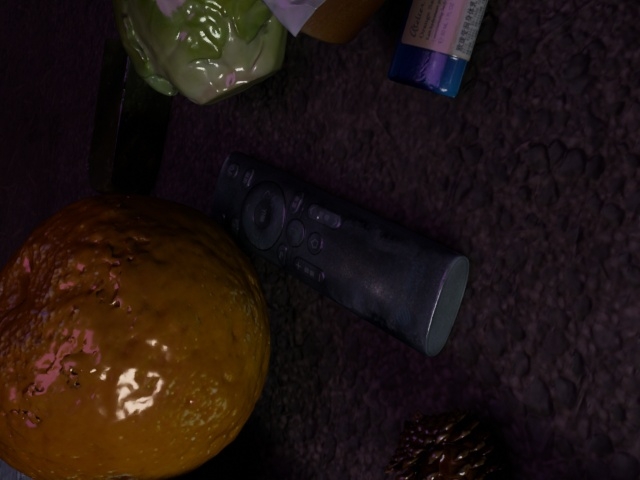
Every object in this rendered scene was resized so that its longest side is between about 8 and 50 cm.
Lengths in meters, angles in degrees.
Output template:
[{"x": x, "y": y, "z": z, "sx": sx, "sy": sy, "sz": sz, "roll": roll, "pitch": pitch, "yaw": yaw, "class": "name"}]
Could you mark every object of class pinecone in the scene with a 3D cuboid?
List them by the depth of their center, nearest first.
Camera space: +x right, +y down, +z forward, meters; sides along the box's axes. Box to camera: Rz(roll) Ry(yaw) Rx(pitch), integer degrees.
[{"x": 0.114, "y": 0.200, "z": 0.725, "sx": 0.109, "sy": 0.102, "sz": 0.102, "roll": 42, "pitch": 116, "yaw": 37, "class": "pinecone"}]

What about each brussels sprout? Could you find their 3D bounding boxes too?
[{"x": -0.141, "y": -0.283, "z": 0.972, "sx": 0.244, "sy": 0.244, "sz": 0.244, "roll": -6, "pitch": 82, "yaw": 46, "class": "brussels sprout"}]

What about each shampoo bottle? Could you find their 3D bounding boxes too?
[{"x": 0.123, "y": -0.234, "z": 0.792, "sx": 0.087, "sy": 0.050, "sz": 0.182, "roll": 29, "pitch": 107, "yaw": 48, "class": "shampoo bottle"}]

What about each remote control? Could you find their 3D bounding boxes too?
[{"x": 0.000, "y": 0.000, "z": 0.906, "sx": 0.378, "sy": 0.044, "sz": 0.107, "roll": 28, "pitch": 103, "yaw": 44, "class": "remote control"}]

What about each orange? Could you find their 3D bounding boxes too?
[{"x": -0.214, "y": 0.117, "z": 0.932, "sx": 0.341, "sy": 0.293, "sz": 0.340, "roll": -27, "pitch": 46, "yaw": 32, "class": "orange"}]

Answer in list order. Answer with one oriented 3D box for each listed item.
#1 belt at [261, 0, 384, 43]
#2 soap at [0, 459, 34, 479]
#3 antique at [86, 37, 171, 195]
[{"x": -0.024, "y": -0.344, "z": 0.835, "sx": 0.122, "sy": 0.217, "sz": 0.338, "roll": -47, "pitch": 48, "yaw": 32, "class": "belt"}, {"x": -0.448, "y": 0.396, "z": 1.261, "sx": 0.446, "sy": 0.156, "sz": 0.261, "roll": 13, "pitch": 96, "yaw": 46, "class": "soap"}, {"x": -0.274, "y": -0.171, "z": 1.187, "sx": 0.081, "sy": 0.080, "sz": 0.220, "roll": 19, "pitch": 102, "yaw": 47, "class": "antique"}]
